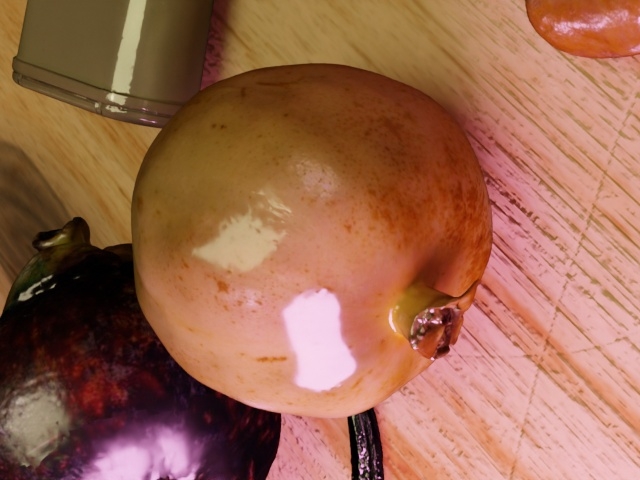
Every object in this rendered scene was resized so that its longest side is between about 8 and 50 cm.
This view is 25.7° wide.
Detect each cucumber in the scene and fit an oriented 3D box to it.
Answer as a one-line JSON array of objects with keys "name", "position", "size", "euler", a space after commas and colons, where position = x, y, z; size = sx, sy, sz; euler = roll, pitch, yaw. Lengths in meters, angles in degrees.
[{"name": "cucumber", "position": [0.041, 0.185, 1.316], "size": [0.034, 0.033, 0.134], "euler": [-3, 92, 5]}]

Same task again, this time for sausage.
[{"name": "sausage", "position": [0.272, -0.201, 1.025], "size": [0.270, 0.109, 0.108], "euler": [-18, 82, 42]}]

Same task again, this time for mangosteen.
[{"name": "mangosteen", "position": [-0.198, 0.160, 1.349], "size": [0.330, 0.330, 0.330], "euler": [5, 97, 42]}]

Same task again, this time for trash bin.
[{"name": "trash bin", "position": [-0.205, -0.257, 1.444], "size": [0.243, 0.121, 0.247], "euler": [23, 107, 39]}]

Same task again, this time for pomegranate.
[{"name": "pomegranate", "position": [0.000, 0.000, 1.168], "size": [0.319, 0.319, 0.319], "euler": [5, 97, 42]}]
